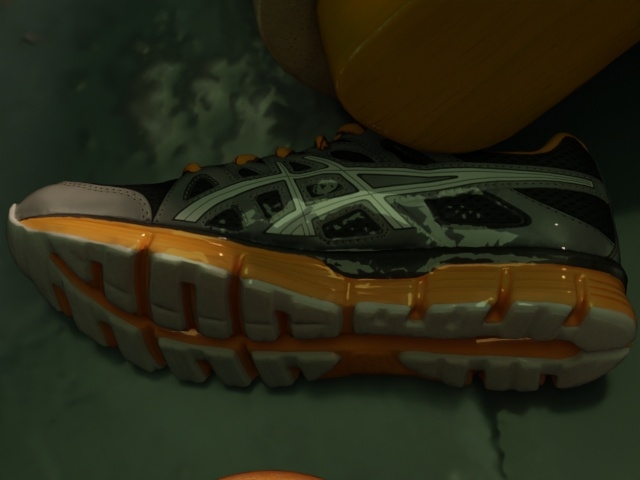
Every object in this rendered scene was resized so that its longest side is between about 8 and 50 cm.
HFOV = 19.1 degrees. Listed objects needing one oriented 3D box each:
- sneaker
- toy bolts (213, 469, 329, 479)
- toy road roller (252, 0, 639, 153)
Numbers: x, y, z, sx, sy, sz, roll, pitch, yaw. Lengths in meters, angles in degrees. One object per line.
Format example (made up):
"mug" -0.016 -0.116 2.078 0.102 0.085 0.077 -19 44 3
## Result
"sneaker" 0.000 0.000 0.655 0.215 0.084 0.083 5 61 1
"toy bolts" 0.023 0.194 0.550 0.229 0.158 0.218 20 76 8
"toy road roller" 0.142 -0.165 0.641 0.329 0.241 0.202 -36 49 28
